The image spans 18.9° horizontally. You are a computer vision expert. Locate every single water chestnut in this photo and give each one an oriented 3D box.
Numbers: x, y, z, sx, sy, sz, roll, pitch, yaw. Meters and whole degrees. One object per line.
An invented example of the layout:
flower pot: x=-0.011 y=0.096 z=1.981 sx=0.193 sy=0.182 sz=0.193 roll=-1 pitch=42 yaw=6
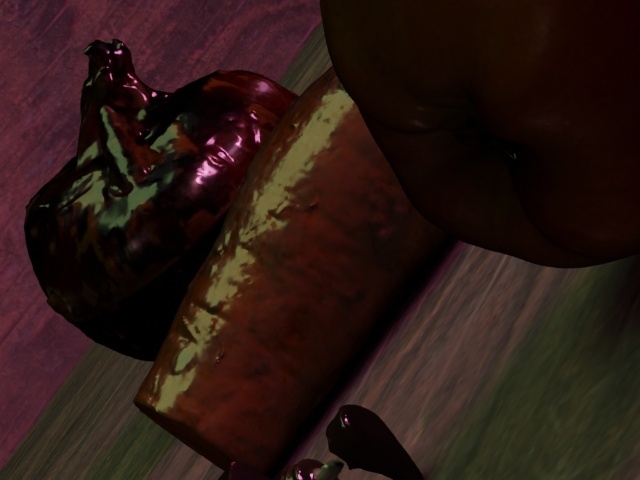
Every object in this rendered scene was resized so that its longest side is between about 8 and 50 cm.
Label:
water chestnut: x=-0.134 y=-0.044 z=1.685 sx=0.300 sy=0.300 sz=0.300 roll=-50 pitch=7 yaw=9

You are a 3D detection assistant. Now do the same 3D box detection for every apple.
apple: x=0.104 y=-0.111 z=0.764 sx=0.234 sy=0.234 sz=0.234 roll=-50 pitch=7 yaw=9

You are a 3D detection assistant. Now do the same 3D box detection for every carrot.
carrot: x=0.000 y=0.000 z=1.196 sx=0.302 sy=0.138 sz=0.139 roll=-53 pitch=7 yaw=-9

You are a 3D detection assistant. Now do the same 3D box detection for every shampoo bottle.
shampoo bottle: x=-0.046 y=0.167 z=0.919 sx=0.236 sy=0.068 sz=0.067 roll=-50 pitch=7 yaw=25
